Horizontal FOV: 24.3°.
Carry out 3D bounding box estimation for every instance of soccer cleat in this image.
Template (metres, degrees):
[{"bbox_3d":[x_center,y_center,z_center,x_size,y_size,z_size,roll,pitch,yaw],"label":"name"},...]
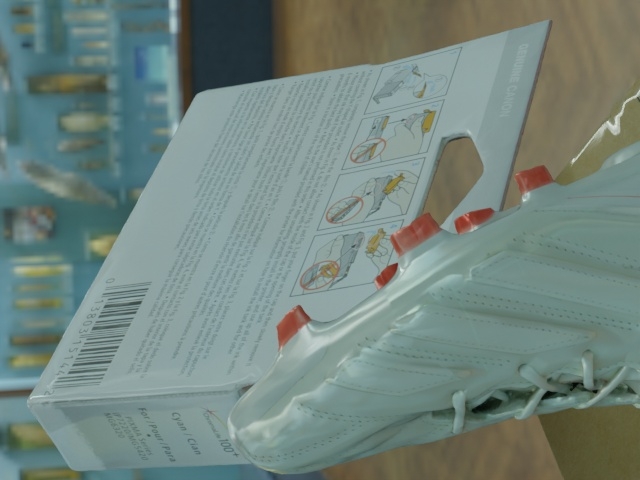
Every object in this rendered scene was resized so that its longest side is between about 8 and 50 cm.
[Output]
[{"bbox_3d":[0.073,0.015,0.353,0.076,0.196,0.068,62,173,10],"label":"soccer cleat"}]

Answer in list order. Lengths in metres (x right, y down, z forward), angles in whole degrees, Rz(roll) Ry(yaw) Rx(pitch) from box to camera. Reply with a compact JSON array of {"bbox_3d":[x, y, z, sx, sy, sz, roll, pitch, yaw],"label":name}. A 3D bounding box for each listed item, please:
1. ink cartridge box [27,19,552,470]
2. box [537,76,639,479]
[{"bbox_3d":[0.000,0.000,0.872,0.066,0.261,0.296,63,-148,-34],"label":"ink cartridge box"},{"bbox_3d":[0.158,0.028,0.735,0.164,0.021,0.201,-53,34,29],"label":"box"}]
